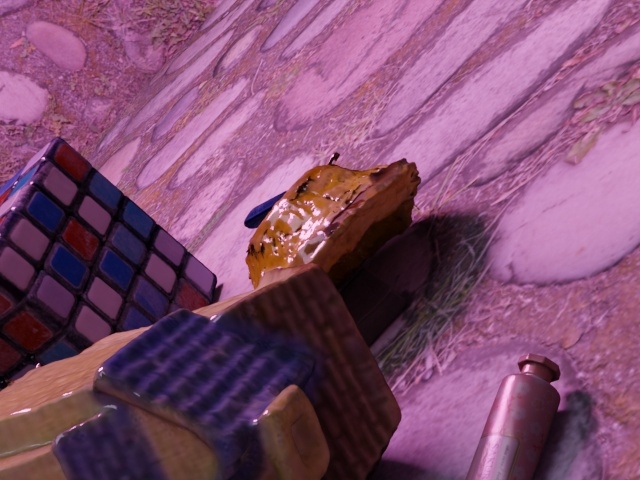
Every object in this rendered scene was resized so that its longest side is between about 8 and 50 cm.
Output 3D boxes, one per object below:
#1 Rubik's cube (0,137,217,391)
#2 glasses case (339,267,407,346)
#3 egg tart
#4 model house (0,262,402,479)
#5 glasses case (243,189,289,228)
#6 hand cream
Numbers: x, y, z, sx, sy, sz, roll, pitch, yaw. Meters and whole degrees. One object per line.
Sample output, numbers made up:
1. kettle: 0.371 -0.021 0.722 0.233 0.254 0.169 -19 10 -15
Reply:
1. Rubik's cube: -0.336 0.109 1.546 0.292 0.287 0.293 -36 23 29
2. glasses case: -0.001 0.112 1.231 0.190 0.042 0.072 -47 28 -1
3. egg tart: 0.000 0.000 1.261 0.241 0.106 0.241 -47 -8 -8
4. model house: -0.083 0.176 0.965 0.266 0.261 0.321 -24 5 24
5. glasses case: -0.064 -0.038 1.665 0.083 0.023 0.033 -26 23 41
6. hand cream: 0.117 0.172 0.876 0.067 0.043 0.209 -19 39 52
